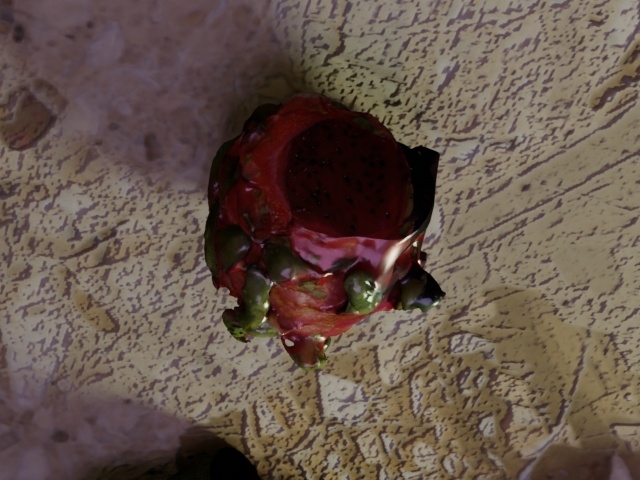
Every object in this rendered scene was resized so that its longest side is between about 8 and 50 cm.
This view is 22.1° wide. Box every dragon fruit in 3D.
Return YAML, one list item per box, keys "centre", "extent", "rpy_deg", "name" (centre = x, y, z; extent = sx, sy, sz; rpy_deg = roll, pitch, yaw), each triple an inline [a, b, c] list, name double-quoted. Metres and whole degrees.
- centre: [0.000, 0.000, 1.041]
  extent: [0.160, 0.166, 0.172]
  rpy_deg: [-36, 168, -18]
  name: "dragon fruit"

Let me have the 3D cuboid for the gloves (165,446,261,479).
- centre: [-0.160, 0.256, 1.292]
  extent: [0.268, 0.107, 0.135]
  rpy_deg: [-39, 130, 8]
  name: "gloves"
